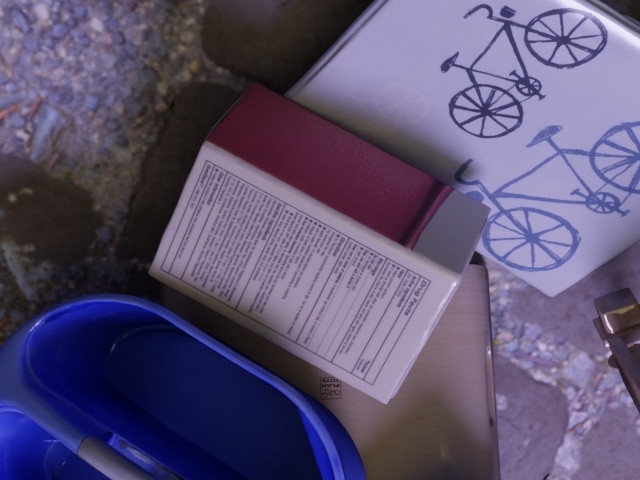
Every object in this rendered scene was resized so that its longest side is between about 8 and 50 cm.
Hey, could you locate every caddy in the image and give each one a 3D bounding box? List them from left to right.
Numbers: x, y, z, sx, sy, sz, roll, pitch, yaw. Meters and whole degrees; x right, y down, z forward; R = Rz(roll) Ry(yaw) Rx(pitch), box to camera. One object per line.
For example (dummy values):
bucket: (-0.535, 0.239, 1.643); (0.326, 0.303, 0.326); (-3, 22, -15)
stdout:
caddy: (-0.126, 0.191, 1.258); (0.341, 0.179, 0.241); (30, 92, 17)

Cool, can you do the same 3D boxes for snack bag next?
snack bag: (0.155, -0.099, 1.276); (0.343, 0.037, 0.323); (29, 142, -16)

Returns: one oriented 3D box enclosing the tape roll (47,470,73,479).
tape roll: (-0.234, 0.324, 1.478); (0.286, 0.100, 0.286); (-1, 112, -4)

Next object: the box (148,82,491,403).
box: (0.000, 0.000, 1.278); (0.232, 0.127, 0.148); (29, 124, 2)

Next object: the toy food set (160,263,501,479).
toy food set: (0.009, 0.137, 1.401); (0.306, 0.092, 0.219); (-2, 84, 0)

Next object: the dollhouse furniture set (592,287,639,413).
dollhouse furniture set: (0.416, 0.116, 1.298); (0.303, 0.355, 0.173); (-20, 113, 4)
